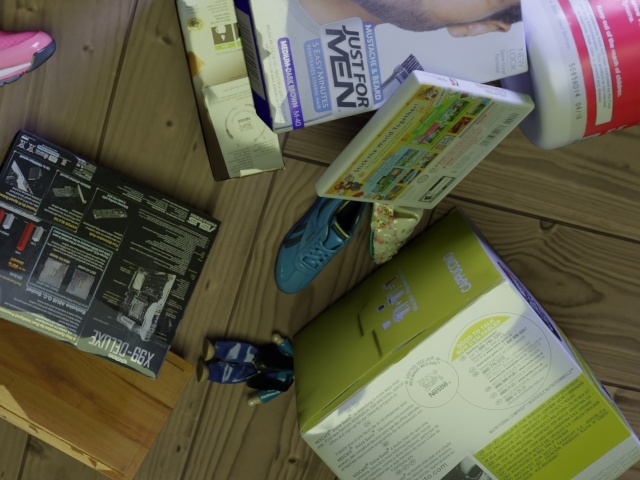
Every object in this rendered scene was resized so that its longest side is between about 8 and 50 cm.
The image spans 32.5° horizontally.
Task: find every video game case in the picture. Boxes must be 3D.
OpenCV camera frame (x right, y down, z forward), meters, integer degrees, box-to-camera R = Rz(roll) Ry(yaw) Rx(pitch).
[{"bbox_3d":[0.133,-0.123,1.416,0.206,0.026,0.227,5,143,-38],"label":"video game case"}]

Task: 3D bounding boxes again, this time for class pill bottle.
[{"bbox_3d":[0.453,-0.282,1.471,0.407,0.229,0.229,-17,115,-2],"label":"pill bottle"}]

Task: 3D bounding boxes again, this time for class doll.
[{"bbox_3d":[-0.093,0.201,1.689,0.189,0.046,0.129,10,108,-20],"label":"doll"}]

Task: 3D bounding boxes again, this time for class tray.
[{"bbox_3d":[-0.401,0.164,1.561,0.411,0.076,0.203,34,74,-20],"label":"tray"}]

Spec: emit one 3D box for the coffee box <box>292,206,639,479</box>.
[{"bbox_3d":[0.191,0.212,1.562,0.338,0.337,0.334,-39,105,8],"label":"coffee box"}]

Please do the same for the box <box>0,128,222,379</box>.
[{"bbox_3d":[-0.321,0.023,1.505,0.307,0.076,0.242,24,80,-18],"label":"box"}]

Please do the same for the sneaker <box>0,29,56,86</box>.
[{"bbox_3d":[-0.499,-0.259,1.389,0.314,0.116,0.136,-6,112,-7],"label":"sneaker"}]

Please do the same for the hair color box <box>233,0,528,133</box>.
[{"bbox_3d":[0.075,-0.267,1.353,0.339,0.110,0.185,-16,115,-12],"label":"hair color box"}]

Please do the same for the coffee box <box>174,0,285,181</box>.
[{"bbox_3d":[-0.123,-0.219,1.453,0.098,0.141,0.246,-12,114,-5],"label":"coffee box"}]

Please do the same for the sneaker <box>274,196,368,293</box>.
[{"bbox_3d":[0.000,0.000,1.600,0.069,0.082,0.209,29,107,-21],"label":"sneaker"}]

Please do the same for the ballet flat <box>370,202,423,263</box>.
[{"bbox_3d":[0.110,-0.064,1.570,0.077,0.091,0.241,11,125,19],"label":"ballet flat"}]
